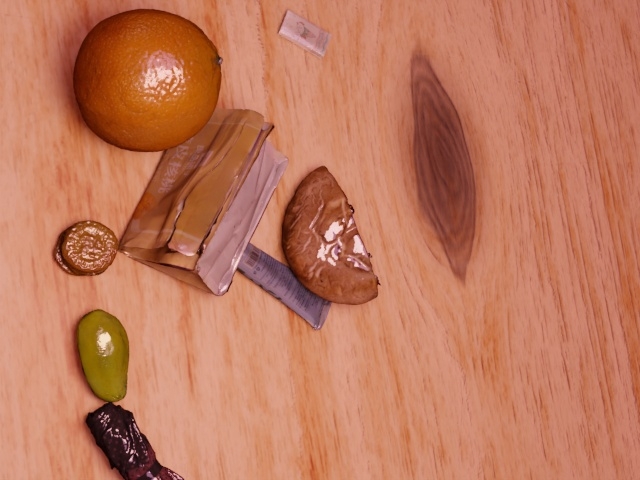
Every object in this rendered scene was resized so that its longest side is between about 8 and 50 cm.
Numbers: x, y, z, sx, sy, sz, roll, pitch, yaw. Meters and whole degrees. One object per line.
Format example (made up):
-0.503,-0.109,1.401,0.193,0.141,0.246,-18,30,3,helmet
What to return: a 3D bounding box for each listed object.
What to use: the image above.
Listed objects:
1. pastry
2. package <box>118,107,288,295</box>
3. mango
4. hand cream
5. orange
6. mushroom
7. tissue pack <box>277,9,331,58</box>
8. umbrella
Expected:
-0.408,0.015,1.584,0.109,0.057,0.097,-11,85,-28,pastry
-0.204,-0.091,1.617,0.221,0.165,0.311,25,71,1,package
-0.370,0.199,1.565,0.091,0.074,0.165,-16,90,-29,mango
-0.083,0.074,1.738,0.256,0.055,0.088,34,55,-20,hand cream
-0.295,-0.279,1.570,0.264,0.264,0.264,4,80,-26,orange
0.000,0.000,1.750,0.151,0.156,0.286,-20,75,-7,mushroom
-0.032,-0.422,1.855,0.108,0.023,0.056,24,72,-20,tissue pack
-0.289,0.419,1.562,0.090,0.094,0.326,-34,97,1,umbrella
